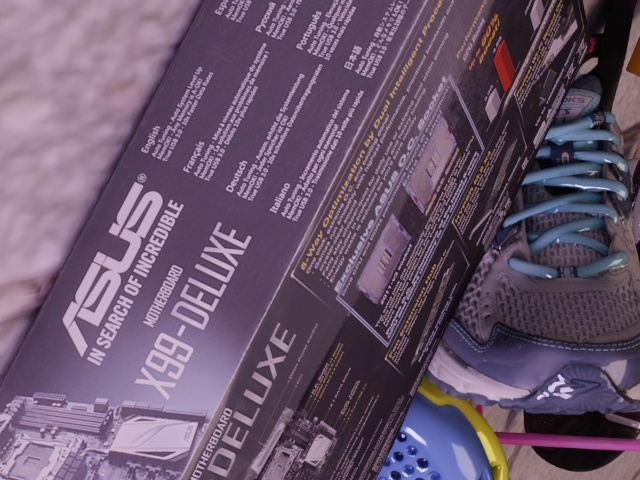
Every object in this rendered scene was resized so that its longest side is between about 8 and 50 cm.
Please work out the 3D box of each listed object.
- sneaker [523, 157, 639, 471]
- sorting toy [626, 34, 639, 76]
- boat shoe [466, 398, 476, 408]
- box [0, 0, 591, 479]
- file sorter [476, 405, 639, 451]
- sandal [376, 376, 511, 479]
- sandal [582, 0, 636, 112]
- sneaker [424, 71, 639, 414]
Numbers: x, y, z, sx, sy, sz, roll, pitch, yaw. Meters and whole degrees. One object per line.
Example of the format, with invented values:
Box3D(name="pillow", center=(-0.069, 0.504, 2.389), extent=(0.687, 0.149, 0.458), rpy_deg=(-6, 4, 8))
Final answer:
Box3D(name="sneaker", center=(0.261, 0.051, 1.401), extent=(0.162, 0.106, 0.281), rpy_deg=(-36, 146, -61))
Box3D(name="sorting toy", center=(0.268, -0.239, 1.119), extent=(0.307, 0.041, 0.229), rpy_deg=(-51, 162, -50))
Box3D(name="boat shoe", center=(0.066, 0.073, 0.987), extent=(0.065, 0.075, 0.206), rpy_deg=(-21, -151, 47))
Box3D(name="box", center=(0.000, 0.000, 0.645), extent=(0.307, 0.076, 0.242), rpy_deg=(-63, 162, -6))
Box3D(name="file sorter", center=(0.162, 0.236, 1.061), extent=(0.202, 0.182, 0.290), rpy_deg=(93, 2, -49))
Box3D(name="sandal", center=(0.007, 0.206, 0.872), extent=(0.138, 0.126, 0.317), rpy_deg=(-32, 142, -52))
Box3D(name="sandal", center=(0.168, -0.100, 1.059), extent=(0.067, 0.040, 0.179), rpy_deg=(96, 11, -58))
Box3D(name="sneaker", center=(0.102, -0.014, 0.810), extent=(0.283, 0.110, 0.122), rpy_deg=(-92, -175, -66))
